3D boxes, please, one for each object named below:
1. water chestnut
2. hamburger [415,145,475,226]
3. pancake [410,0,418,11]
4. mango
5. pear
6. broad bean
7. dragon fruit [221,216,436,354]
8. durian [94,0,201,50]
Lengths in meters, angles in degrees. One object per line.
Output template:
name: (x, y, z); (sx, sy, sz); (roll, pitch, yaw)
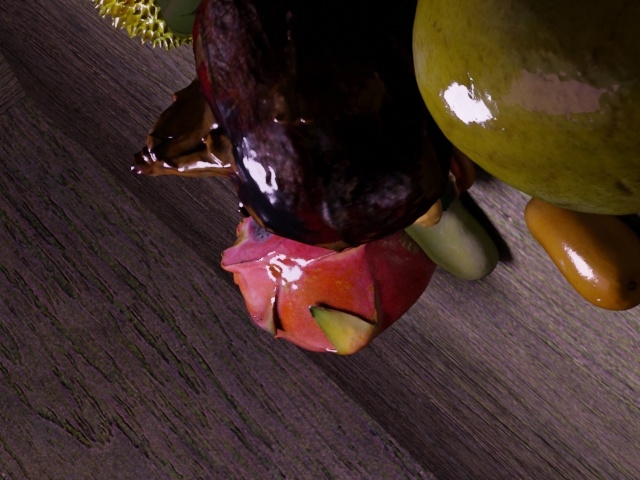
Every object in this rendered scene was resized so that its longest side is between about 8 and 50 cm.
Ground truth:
water chestnut: (-0.034, -0.136, 1.587); (0.335, 0.347, 0.335); (63, -175, -10)
hamburger: (0.108, -0.094, 1.776); (0.162, 0.115, 0.162); (47, 169, 12)
pancake: (0.133, -0.205, 1.380); (0.294, 0.049, 0.294); (154, 90, -88)
mango: (0.279, 0.002, 1.572); (0.184, 0.085, 0.102); (51, 176, 44)
pear: (0.205, -0.145, 1.042); (0.307, 0.253, 0.253); (14, 145, 46)
broad bean: (0.151, -0.020, 1.920); (0.174, 0.082, 0.124); (55, 164, -20)
dragon fruit: (0.000, 0.000, 2.038); (0.189, 0.290, 0.290); (52, 168, -33)
durian: (-0.213, -0.362, 1.882); (0.176, 0.200, 0.237); (34, 153, 33)
